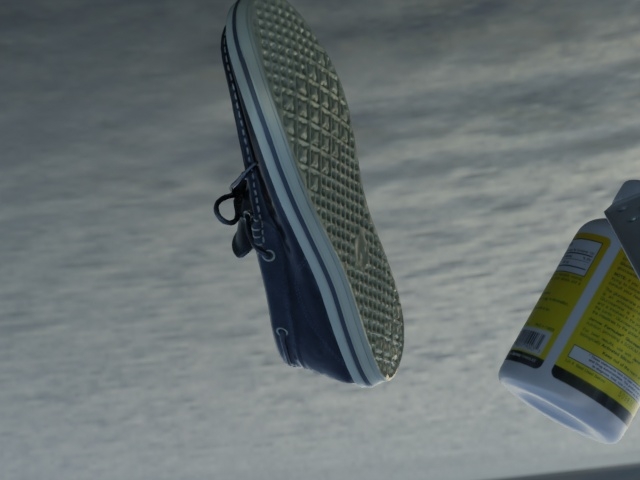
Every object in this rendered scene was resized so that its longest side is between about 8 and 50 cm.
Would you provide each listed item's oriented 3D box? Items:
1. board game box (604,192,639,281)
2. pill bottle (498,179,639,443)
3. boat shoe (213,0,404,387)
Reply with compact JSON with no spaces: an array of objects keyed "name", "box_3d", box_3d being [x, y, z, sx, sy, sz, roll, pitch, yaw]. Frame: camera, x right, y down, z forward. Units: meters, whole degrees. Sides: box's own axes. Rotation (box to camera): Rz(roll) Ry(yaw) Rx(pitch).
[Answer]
[{"name":"board game box","box_3d":[0.498,-0.023,1.243,0.390,0.050,0.390,-22,-163,10]},{"name":"pill bottle","box_3d":[0.401,0.093,1.758,0.188,0.334,0.188,31,172,5]},{"name":"boat shoe","box_3d":[-0.036,-0.042,1.491,0.156,0.500,0.187,-3,-150,26]}]
